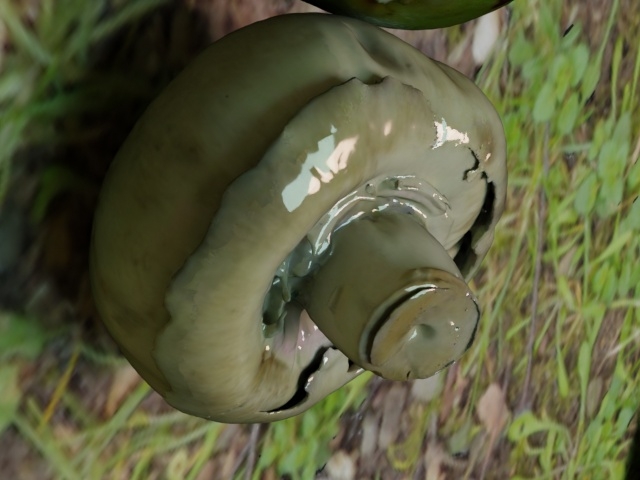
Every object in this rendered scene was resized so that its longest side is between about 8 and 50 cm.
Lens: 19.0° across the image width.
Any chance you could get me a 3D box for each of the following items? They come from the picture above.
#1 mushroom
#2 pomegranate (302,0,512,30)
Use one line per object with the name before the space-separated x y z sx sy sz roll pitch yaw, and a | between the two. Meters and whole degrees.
mushroom | 0.000 0.000 0.632 0.154 0.122 0.154 -30 144 -24
pomegranate | 0.045 -0.146 0.626 0.169 0.122 0.143 -55 158 -28
